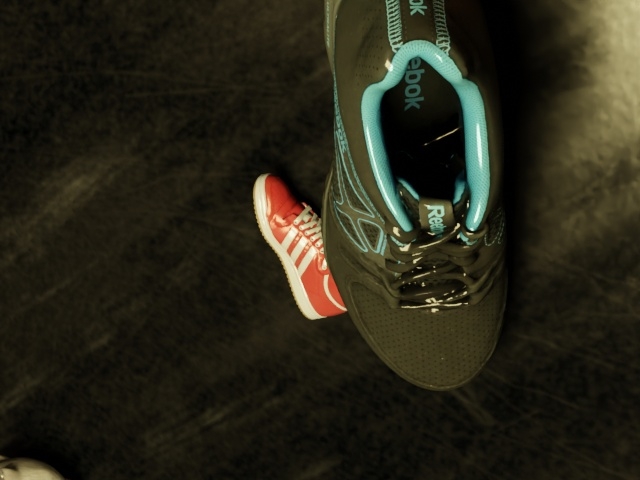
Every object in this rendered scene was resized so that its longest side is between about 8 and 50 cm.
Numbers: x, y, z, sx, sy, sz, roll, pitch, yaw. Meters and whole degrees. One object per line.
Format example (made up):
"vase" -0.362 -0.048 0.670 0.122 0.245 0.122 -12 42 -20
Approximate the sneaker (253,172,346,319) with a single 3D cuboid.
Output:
"sneaker" 0.000 0.000 1.057 0.067 0.042 0.118 -11 113 35

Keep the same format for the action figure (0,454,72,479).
"action figure" -0.264 0.340 1.272 0.341 0.178 0.330 -5 105 3

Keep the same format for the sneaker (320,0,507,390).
"sneaker" 0.057 -0.019 0.923 0.125 0.140 0.341 -9 126 3
